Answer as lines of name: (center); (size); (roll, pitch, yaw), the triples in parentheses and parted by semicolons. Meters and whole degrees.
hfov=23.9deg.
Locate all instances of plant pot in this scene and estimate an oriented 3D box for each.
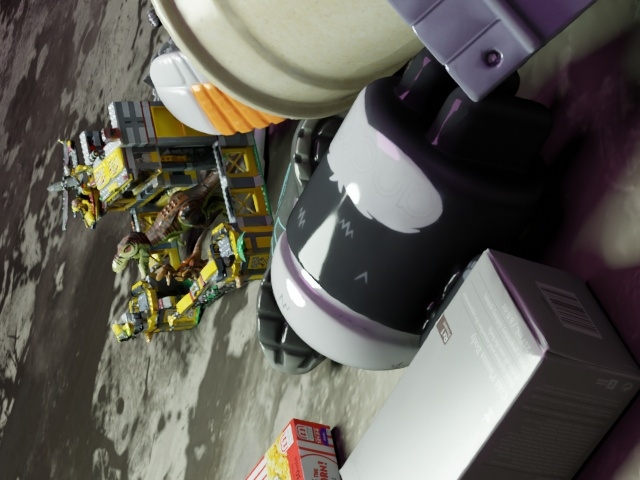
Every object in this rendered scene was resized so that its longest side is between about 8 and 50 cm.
plant pot: (0.061, -0.290, 1.283); (0.305, 0.334, 0.333); (-8, 68, 51)

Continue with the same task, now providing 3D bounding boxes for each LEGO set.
LEGO set: (-0.199, -0.020, 1.682); (0.331, 0.192, 0.254); (-19, 78, 57)

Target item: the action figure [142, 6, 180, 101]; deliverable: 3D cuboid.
action figure: (-0.165, -0.294, 1.936); (0.185, 0.099, 0.285); (127, 154, -59)

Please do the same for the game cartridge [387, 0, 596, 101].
game cartridge: (0.167, -0.293, 1.043); (0.355, 0.230, 0.068); (-41, 5, 21)

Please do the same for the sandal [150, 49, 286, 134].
sandal: (-0.044, -0.173, 1.554); (0.265, 0.102, 0.076); (-3, 36, 23)

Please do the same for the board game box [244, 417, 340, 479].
board game box: (-0.042, 0.286, 1.432); (0.193, 0.045, 0.146); (-55, 32, 34)

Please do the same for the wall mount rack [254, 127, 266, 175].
wall mount rack: (-0.059, -0.246, 1.682); (0.304, 0.130, 0.350); (59, 143, 4)

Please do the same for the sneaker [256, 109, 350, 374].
sneaker: (0.000, 0.000, 1.483); (0.106, 0.101, 0.267); (155, 129, -85)

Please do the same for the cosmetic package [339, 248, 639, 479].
cosmetic package: (0.121, 0.140, 1.128); (0.238, 0.107, 0.127); (-58, 33, 24)

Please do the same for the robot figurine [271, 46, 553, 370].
robot figurine: (0.074, -0.021, 1.236); (0.278, 0.174, 0.209); (-60, 1, 28)
